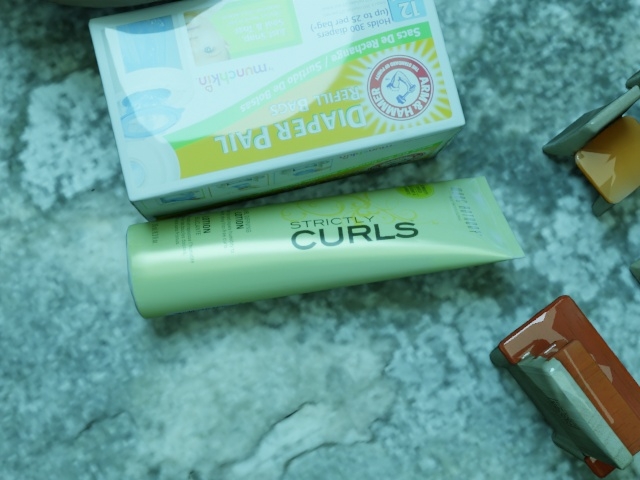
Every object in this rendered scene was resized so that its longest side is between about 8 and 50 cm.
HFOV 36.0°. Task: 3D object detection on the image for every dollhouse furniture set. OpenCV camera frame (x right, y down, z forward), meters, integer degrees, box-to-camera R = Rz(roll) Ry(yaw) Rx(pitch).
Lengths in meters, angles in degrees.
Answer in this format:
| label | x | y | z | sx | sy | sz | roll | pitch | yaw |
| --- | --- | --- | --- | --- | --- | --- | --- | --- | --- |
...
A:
| label | x | y | z | sx | sy | sz | roll | pitch | yaw |
| --- | --- | --- | --- | --- | --- | --- | --- | --- | --- |
| dollhouse furniture set | 0.240 | 0.028 | 0.602 | 0.259 | 0.135 | 0.262 | -37 | 87 | -6 |

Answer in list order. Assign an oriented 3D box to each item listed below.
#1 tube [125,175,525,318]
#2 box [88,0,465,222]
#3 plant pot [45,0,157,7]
| label | x | y | z | sx | sy | sz | roll | pitch | yaw |
| --- | --- | --- | --- | --- | --- | --- | --- | --- | --- |
| tube | 0.000 | 0.000 | 0.626 | 0.240 | 0.062 | 0.070 | -8 | 78 | -3 |
| box | -0.026 | -0.091 | 0.614 | 0.203 | 0.103 | 0.114 | -14 | 85 | -5 |
| plant pot | -0.120 | -0.229 | 0.607 | 0.237 | 0.110 | 0.237 | 0 | 69 | 1 |
